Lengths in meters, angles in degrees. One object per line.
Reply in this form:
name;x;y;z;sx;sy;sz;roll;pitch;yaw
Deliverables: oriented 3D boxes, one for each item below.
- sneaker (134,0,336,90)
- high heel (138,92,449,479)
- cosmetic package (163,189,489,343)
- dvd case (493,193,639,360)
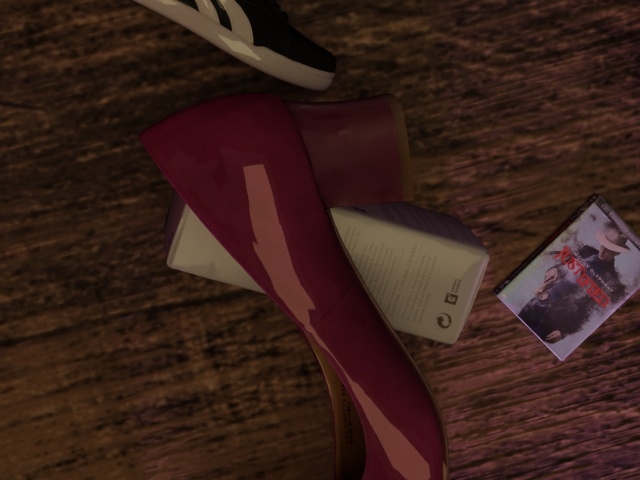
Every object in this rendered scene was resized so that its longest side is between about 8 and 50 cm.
sneaker;-0.064;-0.207;1.012;0.217;0.079;0.121;27;100;-12
high heel;-0.019;0.086;0.949;0.181;0.127;0.377;-8;92;-15
cosmetic package;0.000;0.000;1.055;0.231;0.117;0.085;17;101;-13
dvd case;0.217;0.032;1.145;0.119;0.013;0.087;-44;105;3
